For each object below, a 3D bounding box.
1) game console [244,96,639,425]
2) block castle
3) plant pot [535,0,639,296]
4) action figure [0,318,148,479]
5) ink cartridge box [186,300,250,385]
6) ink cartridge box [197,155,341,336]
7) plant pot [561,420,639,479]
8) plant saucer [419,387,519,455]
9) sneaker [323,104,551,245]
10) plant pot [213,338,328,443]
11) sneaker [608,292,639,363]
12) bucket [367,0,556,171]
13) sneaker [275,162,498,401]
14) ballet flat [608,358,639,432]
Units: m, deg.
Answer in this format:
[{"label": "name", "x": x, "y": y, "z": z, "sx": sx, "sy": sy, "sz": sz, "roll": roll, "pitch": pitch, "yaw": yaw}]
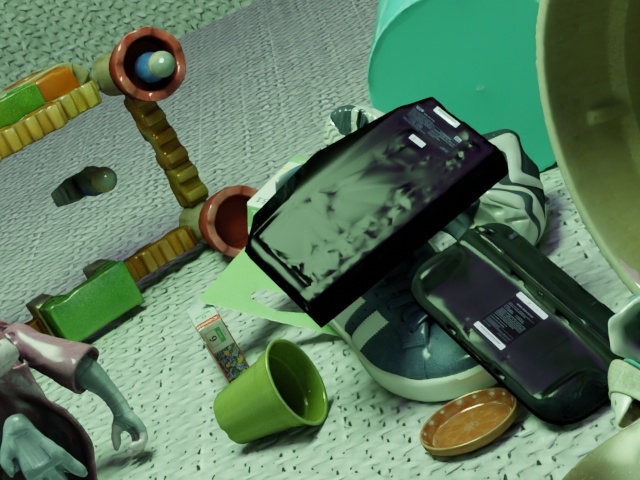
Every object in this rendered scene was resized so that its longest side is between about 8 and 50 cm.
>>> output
[{"label": "game console", "x": 0.103, "y": 0.028, "z": 1.376, "sx": 0.213, "sy": 0.044, "sz": 0.361, "roll": -39, "pitch": 51, "yaw": -10}, {"label": "block castle", "x": -0.306, "y": -0.022, "z": 1.909, "sx": 0.453, "sy": 0.303, "sz": 0.213, "roll": -33, "pitch": 13, "yaw": -20}, {"label": "plant pot", "x": 0.385, "y": -0.125, "z": 1.295, "sx": 0.305, "sy": 0.334, "sz": 0.334, "roll": -20, "pitch": 15, "yaw": -20}, {"label": "action figure", "x": -0.317, "y": 0.160, "z": 1.507, "sx": 0.248, "sy": 0.276, "sz": 0.370, "roll": -32, "pitch": 32, "yaw": 2}, {"label": "ink cartridge box", "x": -0.098, "y": 0.102, "z": 1.658, "sx": 0.029, "sy": 0.063, "sz": 0.115, "roll": -30, "pitch": 19, "yaw": -5}, {"label": "ink cartridge box", "x": 0.000, "y": 0.000, "z": 1.720, "sx": 0.171, "sy": 0.056, "sz": 0.235, "roll": 13, "pitch": 32, "yaw": 22}, {"label": "plant pot", "x": 0.207, "y": 0.221, "z": 0.739, "sx": 0.215, "sy": 0.215, "sz": 0.230, "roll": -21, "pitch": 33, "yaw": 15}, {"label": "plant saucer", "x": 0.118, "y": 0.144, "z": 1.329, "sx": 0.083, "sy": 0.013, "sz": 0.083, "roll": -23, "pitch": 18, "yaw": 8}, {"label": "sneaker", "x": 0.126, "y": -0.071, "z": 1.661, "sx": 0.235, "sy": 0.094, "sz": 0.153, "roll": 24, "pitch": 24, "yaw": 16}, {"label": "plant pot", "x": -0.050, "y": 0.140, "z": 1.482, "sx": 0.079, "sy": 0.083, "sz": 0.083, "roll": -31, "pitch": 15, "yaw": 26}, {"label": "sneaker", "x": 0.285, "y": 0.075, "z": 1.169, "sx": 0.086, "sy": 0.085, "sz": 0.237, "roll": -16, "pitch": 7, "yaw": -21}, {"label": "bucket", "x": 0.182, "y": -0.208, "z": 1.810, "sx": 0.281, "sy": 0.281, "sz": 0.183, "roll": -18, "pitch": 30, "yaw": 24}, {"label": "sneaker", "x": 0.054, "y": 0.022, "z": 1.491, "sx": 0.131, "sy": 0.148, "sz": 0.350, "roll": -33, "pitch": 29, "yaw": -18}, {"label": "ballet flat", "x": 0.232, "y": 0.124, "z": 1.168, "sx": 0.052, "sy": 0.057, "sz": 0.168, "roll": -39, "pitch": 20, "yaw": -8}]
